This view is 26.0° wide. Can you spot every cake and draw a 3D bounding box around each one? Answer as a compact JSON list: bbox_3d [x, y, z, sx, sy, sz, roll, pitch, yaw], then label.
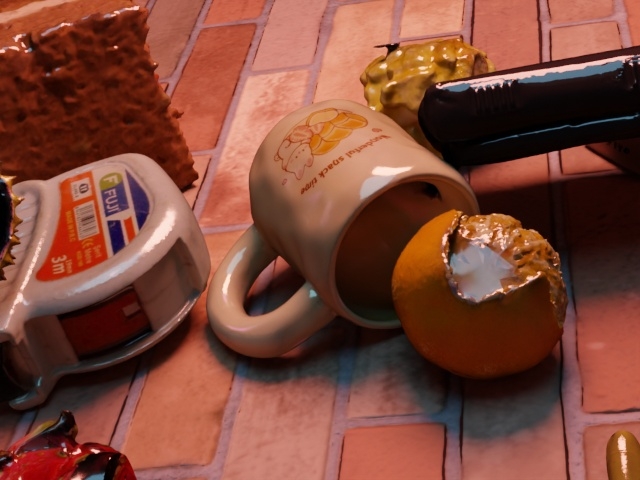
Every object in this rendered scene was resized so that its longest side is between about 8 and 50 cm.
[{"bbox_3d":[-0.318,-0.180,1.620,0.282,0.256,0.290,-18,35,-12],"label":"cake"}]

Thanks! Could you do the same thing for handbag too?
[{"bbox_3d":[0.233,-0.128,1.347,0.275,0.088,0.244,-12,2,4],"label":"handbag"}]

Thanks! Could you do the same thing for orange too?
[{"bbox_3d":[0.138,0.043,1.194,0.156,0.134,0.157,-2,73,6],"label":"orange"}]

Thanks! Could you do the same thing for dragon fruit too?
[{"bbox_3d":[-0.218,0.216,1.037,0.172,0.160,0.167,-8,73,14],"label":"dragon fruit"}]

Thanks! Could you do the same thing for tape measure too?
[{"bbox_3d":[-0.232,0.034,1.366,0.246,0.125,0.243,-18,38,-3],"label":"tape measure"}]

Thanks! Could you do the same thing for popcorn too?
[{"bbox_3d":[0.117,-0.161,1.536,0.173,0.142,0.173,6,21,-2],"label":"popcorn"}]

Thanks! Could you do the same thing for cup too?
[{"bbox_3d":[0.017,0.004,1.337,0.173,0.255,0.202,20,14,-35],"label":"cup"}]

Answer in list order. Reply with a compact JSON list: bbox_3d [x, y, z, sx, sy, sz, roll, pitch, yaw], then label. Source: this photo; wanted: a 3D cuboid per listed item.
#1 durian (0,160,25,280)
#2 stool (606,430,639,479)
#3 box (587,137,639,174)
[{"bbox_3d":[-0.337,0.015,1.278,0.187,0.119,0.108,-46,-4,-6],"label":"durian"},{"bbox_3d":[0.245,0.202,0.939,0.135,0.134,0.110,37,35,-7],"label":"stool"},{"bbox_3d":[0.319,-0.107,1.474,0.025,0.048,0.115,-17,31,-21],"label":"box"}]
